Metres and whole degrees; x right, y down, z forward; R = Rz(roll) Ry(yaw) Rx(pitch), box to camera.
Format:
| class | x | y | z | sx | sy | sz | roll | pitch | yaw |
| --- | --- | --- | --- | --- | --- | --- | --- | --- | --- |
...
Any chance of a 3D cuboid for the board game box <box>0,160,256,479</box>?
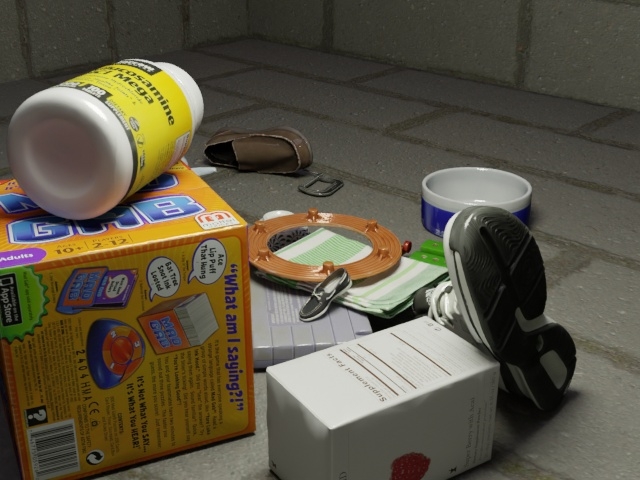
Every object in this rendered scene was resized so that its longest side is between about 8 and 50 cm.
| class | x | y | z | sx | sy | sz | roll | pitch | yaw |
| --- | --- | --- | --- | --- | --- | --- | --- | --- | --- |
| board game box | -0.332 | 0.106 | 1.393 | 0.356 | 0.356 | 0.356 | -10 | 25 | -22 |

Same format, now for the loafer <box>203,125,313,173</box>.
| class | x | y | z | sx | sy | sz | roll | pitch | yaw |
| --- | --- | --- | --- | --- | --- | --- | --- | --- | --- |
| loafer | -0.183 | -0.240 | 2.496 | 0.366 | 0.134 | 0.130 | 5 | 31 | 37 |

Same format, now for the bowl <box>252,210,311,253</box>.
| class | x | y | z | sx | sy | sz | roll | pitch | yaw |
| --- | --- | --- | --- | --- | --- | --- | --- | --- | --- |
| bowl | -0.094 | -0.019 | 2.026 | 0.170 | 0.080 | 0.170 | 0 | 23 | 0 |

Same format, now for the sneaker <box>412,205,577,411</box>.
| class | x | y | z | sx | sy | sz | roll | pitch | yaw |
| --- | --- | --- | --- | --- | --- | --- | --- | --- | --- |
| sneaker | 0.221 | 0.103 | 1.390 | 0.257 | 0.447 | 0.169 | 13 | 59 | 39 |

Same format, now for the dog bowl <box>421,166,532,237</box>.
| class | x | y | z | sx | sy | sz | roll | pitch | yaw |
| --- | --- | --- | --- | --- | --- | --- | --- | --- | --- |
| dog bowl | 0.378 | -0.089 | 2.153 | 0.265 | 0.104 | 0.265 | -1 | 24 | 0 |

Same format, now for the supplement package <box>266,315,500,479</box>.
| class | x | y | z | sx | sy | sz | roll | pitch | yaw |
| --- | --- | --- | --- | --- | --- | --- | --- | --- | --- |
| supplement package | 0.089 | 0.254 | 1.277 | 0.293 | 0.177 | 0.175 | -15 | 28 | -29 |

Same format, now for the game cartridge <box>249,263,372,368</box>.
| class | x | y | z | sx | sy | sz | roll | pitch | yaw |
| --- | --- | --- | --- | --- | --- | --- | --- | --- | --- |
| game cartridge | -0.033 | 0.134 | 1.706 | 0.230 | 0.068 | 0.355 | -6 | 24 | -4 |

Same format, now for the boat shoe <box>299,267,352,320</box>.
| class | x | y | z | sx | sy | sz | roll | pitch | yaw |
| --- | --- | --- | --- | --- | --- | --- | --- | --- | --- |
| boat shoe | 0.006 | 0.098 | 1.626 | 0.125 | 0.038 | 0.046 | -38 | 44 | -18 |

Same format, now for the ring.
| class | x | y | z | sx | sy | sz | roll | pitch | yaw |
| --- | --- | --- | --- | --- | --- | --- | --- | --- | --- |
| ring | 0.000 | 0.000 | 1.814 | 0.337 | 0.032 | 0.336 | 1 | 23 | 0 |

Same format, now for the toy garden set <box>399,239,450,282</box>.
| class | x | y | z | sx | sy | sz | roll | pitch | yaw |
| --- | --- | --- | --- | --- | --- | --- | --- | --- | --- |
| toy garden set | 0.185 | 0.064 | 1.880 | 0.204 | 0.049 | 0.244 | 14 | 28 | 26 |

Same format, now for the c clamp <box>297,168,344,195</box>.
| class | x | y | z | sx | sy | sz | roll | pitch | yaw |
| --- | --- | --- | --- | --- | --- | --- | --- | --- | --- |
| c clamp | -0.010 | -0.154 | 2.412 | 0.137 | 0.022 | 0.160 | 13 | 25 | 15 |

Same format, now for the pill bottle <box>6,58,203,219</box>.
| class | x | y | z | sx | sy | sz | roll | pitch | yaw |
| --- | --- | --- | --- | --- | --- | --- | --- | --- | --- |
| pill bottle | -0.307 | -0.171 | 1.347 | 0.188 | 0.188 | 0.334 | 6 | 23 | 14 |

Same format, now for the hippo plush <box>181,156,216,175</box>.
| class | x | y | z | sx | sy | sz | roll | pitch | yaw |
| --- | --- | --- | --- | --- | --- | --- | --- | --- | --- |
| hippo plush | -0.481 | -0.165 | 2.279 | 0.294 | 0.234 | 0.236 | 43 | 52 | -3 |

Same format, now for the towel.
| class | x | y | z | sx | sy | sz | roll | pitch | yaw |
| --- | --- | --- | --- | --- | --- | --- | --- | --- | --- |
| towel | 0.063 | 0.058 | 1.767 | 0.325 | 0.038 | 0.248 | 17 | 28 | 33 |
